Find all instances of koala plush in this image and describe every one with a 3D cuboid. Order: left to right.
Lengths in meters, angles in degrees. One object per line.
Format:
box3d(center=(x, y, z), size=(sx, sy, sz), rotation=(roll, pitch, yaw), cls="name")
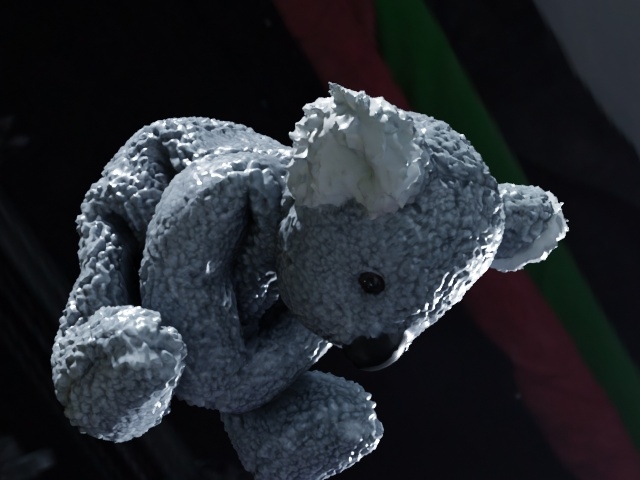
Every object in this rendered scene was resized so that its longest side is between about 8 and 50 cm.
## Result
box3d(center=(0.000, 0.000, 0.707), size=(0.196, 0.221, 0.203), rotation=(25, -127, -42), cls="koala plush")
